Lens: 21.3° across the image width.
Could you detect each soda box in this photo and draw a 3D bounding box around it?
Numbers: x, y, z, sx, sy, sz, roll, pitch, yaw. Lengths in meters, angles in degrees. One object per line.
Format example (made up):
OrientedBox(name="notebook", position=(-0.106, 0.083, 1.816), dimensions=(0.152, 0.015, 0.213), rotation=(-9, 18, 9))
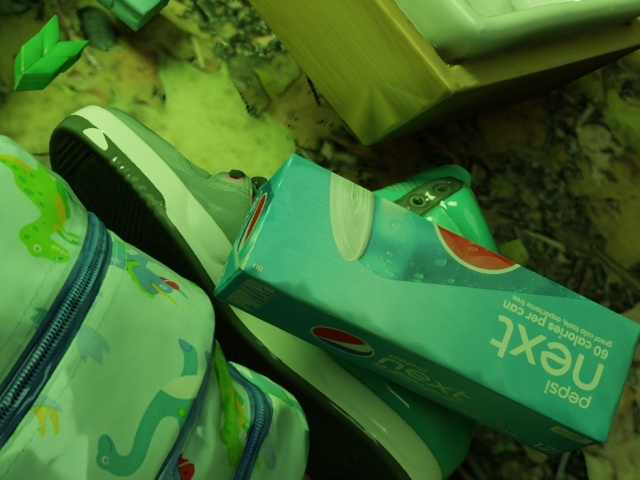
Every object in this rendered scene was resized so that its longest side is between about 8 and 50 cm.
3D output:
OrientedBox(name="soda box", position=(0.057, 0.037, 0.890), dimensions=(0.210, 0.067, 0.071), rotation=(26, 71, -10))

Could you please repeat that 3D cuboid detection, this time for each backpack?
OrientedBox(name="backpack", position=(-0.172, 0.102, 0.706), dimensions=(0.273, 0.355, 0.290), rotation=(35, 53, 0))

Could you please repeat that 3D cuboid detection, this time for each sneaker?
OrientedBox(name="sneaker", position=(0.000, 0.000, 0.979), dimensions=(0.295, 0.124, 0.178), rotation=(46, 59, 0))

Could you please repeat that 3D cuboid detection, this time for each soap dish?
OrientedBox(name="soap dish", position=(0.065, -0.178, 1.074), dimensions=(0.229, 0.118, 0.291), rotation=(52, 33, 12))

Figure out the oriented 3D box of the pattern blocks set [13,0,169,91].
OrientedBox(name="pattern blocks set", position=(-0.255, -0.217, 1.038), dimensions=(0.325, 0.026, 0.285), rotation=(44, 40, 8))
